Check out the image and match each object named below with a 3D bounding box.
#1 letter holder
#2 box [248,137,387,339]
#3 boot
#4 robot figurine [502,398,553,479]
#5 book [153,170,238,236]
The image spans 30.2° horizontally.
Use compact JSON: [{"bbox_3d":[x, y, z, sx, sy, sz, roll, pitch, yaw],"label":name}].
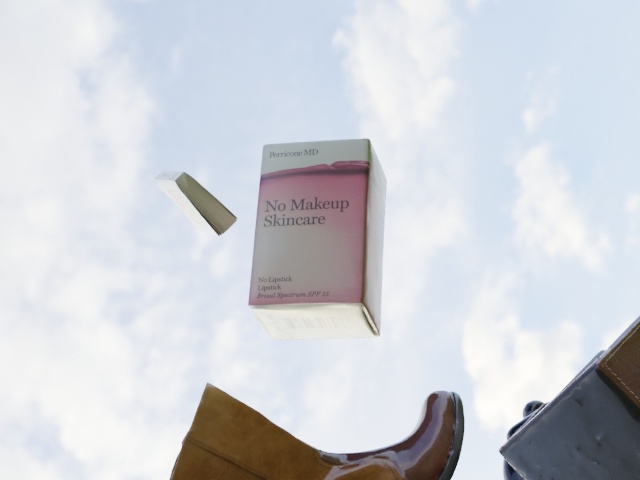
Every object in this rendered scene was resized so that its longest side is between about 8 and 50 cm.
[{"bbox_3d":[0.362,0.227,1.128,0.214,0.302,0.152,-29,-18,-51],"label":"letter holder"},{"bbox_3d":[0.000,0.000,1.525,0.127,0.149,0.232,62,-152,-62],"label":"box"},{"bbox_3d":[-0.003,0.229,1.283,0.096,0.280,0.264,108,-173,-67],"label":"boot"},{"bbox_3d":[0.330,0.308,1.480,0.278,0.174,0.209,51,-135,-42],"label":"robot figurine"},{"bbox_3d":[-0.171,-0.054,1.588,0.035,0.144,0.096,-45,-75,-11],"label":"book"}]
